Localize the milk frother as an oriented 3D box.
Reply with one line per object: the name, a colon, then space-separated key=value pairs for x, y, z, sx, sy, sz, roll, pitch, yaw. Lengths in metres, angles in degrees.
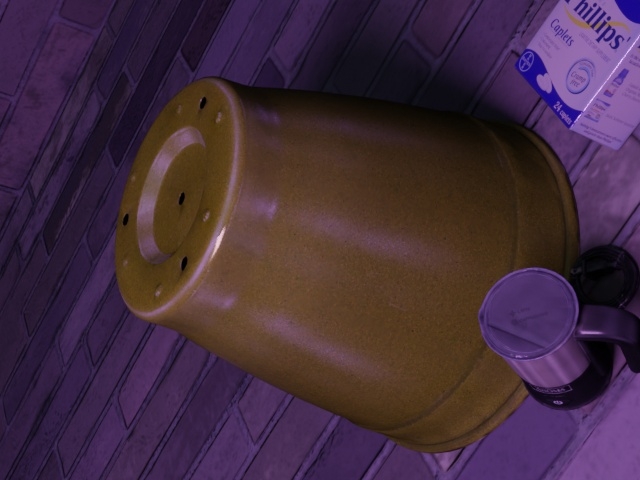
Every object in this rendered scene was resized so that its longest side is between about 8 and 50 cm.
milk frother: x=0.214 y=0.056 z=1.032 sx=0.129 sy=0.135 sz=0.143 roll=-18 pitch=59 yaw=17

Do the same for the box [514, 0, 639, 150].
box: x=0.270 y=-0.180 z=1.121 sx=0.137 sy=0.072 sz=0.126 roll=-56 pitch=36 yaw=24

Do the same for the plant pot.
plant pot: x=0.000 y=0.000 z=1.184 sx=0.366 sy=0.353 sz=0.366 roll=-32 pitch=49 yaw=46
